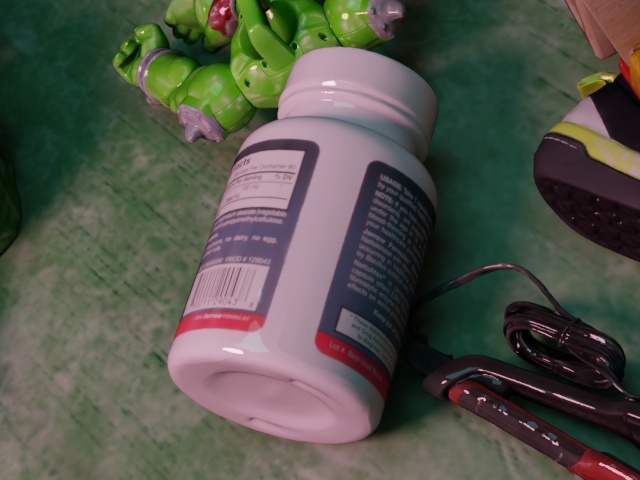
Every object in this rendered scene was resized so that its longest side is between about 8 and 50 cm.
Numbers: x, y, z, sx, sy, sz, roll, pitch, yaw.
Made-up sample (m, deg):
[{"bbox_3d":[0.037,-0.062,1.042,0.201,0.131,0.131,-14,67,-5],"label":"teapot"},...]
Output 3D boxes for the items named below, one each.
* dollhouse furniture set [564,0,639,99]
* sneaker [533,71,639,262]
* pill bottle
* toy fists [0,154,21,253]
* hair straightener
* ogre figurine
[{"bbox_3d":[0.193,-0.181,0.797,0.201,0.152,0.374,-29,50,5],"label":"dollhouse furniture set"},{"bbox_3d":[0.204,-0.026,0.753,0.234,0.084,0.097,29,74,34],"label":"sneaker"},{"bbox_3d":[0.000,0.000,0.812,0.108,0.108,0.180,5,63,26],"label":"pill bottle"},{"bbox_3d":[-0.253,-0.114,0.972,0.096,0.142,0.279,-26,54,7],"label":"toy fists"},{"bbox_3d":[0.134,0.071,0.757,0.230,0.047,0.089,25,73,38],"label":"hair straightener"},{"bbox_3d":[-0.026,-0.122,0.908,0.197,0.097,0.118,-16,43,1],"label":"ogre figurine"}]
